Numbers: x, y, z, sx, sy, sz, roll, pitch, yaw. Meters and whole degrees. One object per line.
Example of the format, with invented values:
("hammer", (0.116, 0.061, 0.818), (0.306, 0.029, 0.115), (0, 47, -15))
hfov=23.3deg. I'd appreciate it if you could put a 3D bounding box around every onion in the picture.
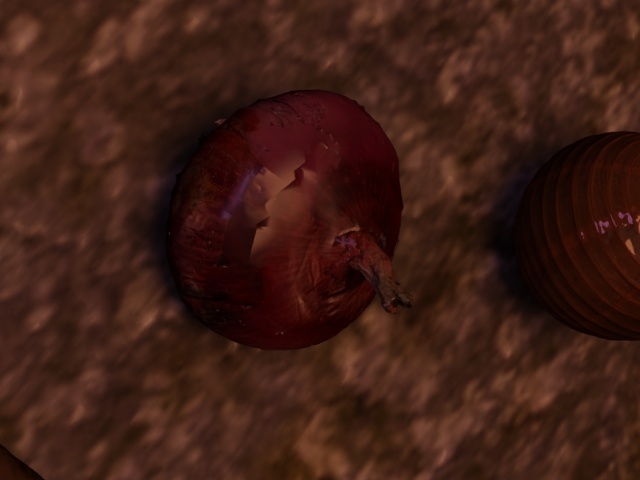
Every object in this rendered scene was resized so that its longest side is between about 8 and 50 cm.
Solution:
("onion", (0.000, 0.000, 0.836), (0.150, 0.140, 0.150), (-14, 116, -30))

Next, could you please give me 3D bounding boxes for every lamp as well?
("lamp", (0.189, -0.002, 0.981), (0.136, 0.136, 0.136), (-2, 93, -36))

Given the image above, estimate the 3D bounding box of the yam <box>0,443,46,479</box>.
("yam", (-0.205, 0.084, 0.746), (0.264, 0.046, 0.046), (47, 66, -30))
